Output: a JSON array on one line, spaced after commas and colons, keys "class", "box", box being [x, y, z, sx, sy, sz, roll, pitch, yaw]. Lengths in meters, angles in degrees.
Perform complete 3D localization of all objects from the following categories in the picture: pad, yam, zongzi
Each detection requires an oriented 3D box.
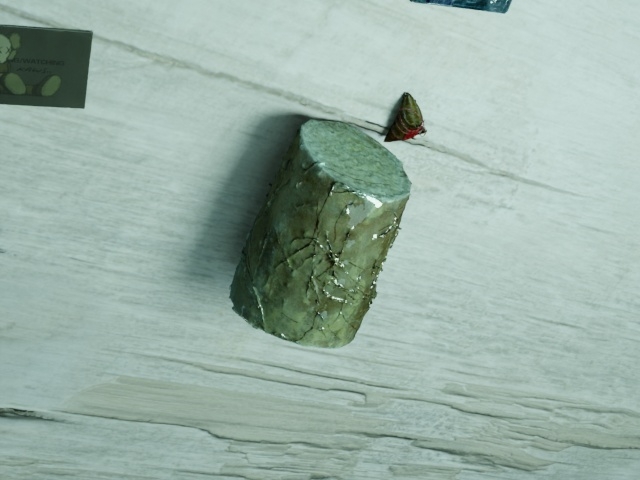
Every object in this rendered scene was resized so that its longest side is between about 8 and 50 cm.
[{"class": "pad", "box": [-0.418, -0.242, 1.455, 0.190, 0.004, 0.127, 0, 129, -20]}, {"class": "yam", "box": [0.000, 0.000, 1.662, 0.241, 0.241, 0.348, 7, 124, -24]}, {"class": "zongzi", "box": [0.149, -0.186, 1.679, 0.073, 0.067, 0.083, -4, 150, -31]}]

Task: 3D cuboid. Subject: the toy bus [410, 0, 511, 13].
[{"class": "toy bus", "box": [0.198, -0.366, 1.516, 0.165, 0.065, 0.047, 1, 130, -22]}]
